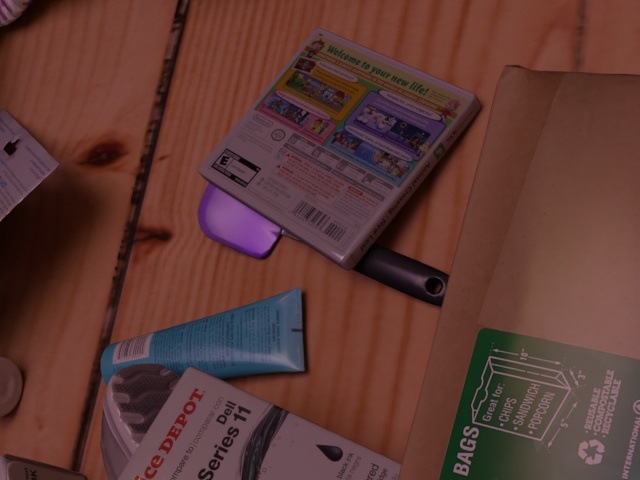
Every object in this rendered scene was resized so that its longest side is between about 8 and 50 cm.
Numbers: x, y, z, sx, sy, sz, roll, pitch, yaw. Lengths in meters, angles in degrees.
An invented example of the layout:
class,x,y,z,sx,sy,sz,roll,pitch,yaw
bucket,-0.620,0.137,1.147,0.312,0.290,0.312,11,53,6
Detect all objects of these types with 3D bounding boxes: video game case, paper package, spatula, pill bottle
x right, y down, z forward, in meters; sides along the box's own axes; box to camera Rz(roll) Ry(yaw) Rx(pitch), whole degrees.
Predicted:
class,x,y,z,sx,sy,sz,roll,pitch,yaw
video game case,0.012,-0.094,0.934,0.212,0.023,0.193,32,79,38
paper package,0.191,0.104,0.571,0.168,0.309,0.325,8,76,36
spatula,0.000,0.000,0.919,0.296,0.030,0.084,23,86,37
pill bottle,-0.389,0.155,1.091,0.120,0.067,0.067,0,71,34

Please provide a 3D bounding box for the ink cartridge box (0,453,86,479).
class,x,y,z,sx,sy,sz,roll,pitch,yaw
ink cartridge box,-0.343,0.353,0.947,0.272,0.114,0.197,-31,56,21

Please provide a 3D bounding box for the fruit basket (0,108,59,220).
class,x,y,z,sx,sy,sz,roll,pitch,yaw
fruit basket,-0.448,0.011,1.130,0.353,0.165,0.327,-42,31,-10

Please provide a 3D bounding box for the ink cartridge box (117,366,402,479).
class,x,y,z,sx,sy,sz,roll,pitch,yaw
ink cartridge box,-0.046,0.210,0.757,0.208,0.087,0.153,21,62,16

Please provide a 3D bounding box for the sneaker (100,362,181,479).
class,x,y,z,sx,sy,sz,roll,pitch,yaw
sneaker,-0.117,0.248,0.874,0.281,0.105,0.115,63,143,30

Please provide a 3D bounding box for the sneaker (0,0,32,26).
class,x,y,z,sx,sy,sz,roll,pitch,yaw
sneaker,-0.366,-0.353,1.281,0.236,0.104,0.095,-20,101,47

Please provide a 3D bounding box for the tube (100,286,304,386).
class,x,y,z,sx,sy,sz,roll,pitch,yaw
tube,-0.109,0.103,0.941,0.207,0.052,0.080,-15,68,23
